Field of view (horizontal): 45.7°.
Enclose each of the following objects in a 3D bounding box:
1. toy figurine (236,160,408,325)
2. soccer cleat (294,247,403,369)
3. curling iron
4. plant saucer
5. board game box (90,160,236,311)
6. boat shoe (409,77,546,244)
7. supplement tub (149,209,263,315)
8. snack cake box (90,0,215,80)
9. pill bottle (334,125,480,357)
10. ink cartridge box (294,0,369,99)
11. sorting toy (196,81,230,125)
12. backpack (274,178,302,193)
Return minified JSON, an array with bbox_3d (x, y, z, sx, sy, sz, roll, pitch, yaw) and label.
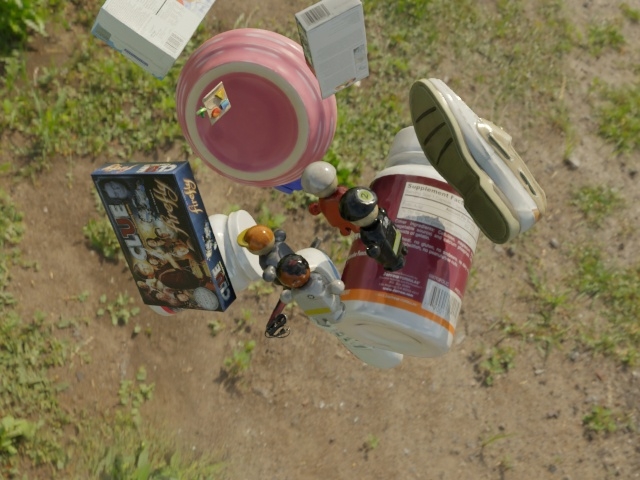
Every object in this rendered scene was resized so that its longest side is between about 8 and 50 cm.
[{"bbox_3d":[0.000,0.000,1.150,0.209,0.148,0.213,-41,36,-4],"label":"toy figurine"},{"bbox_3d":[0.041,0.164,1.576,0.331,0.116,0.143,49,26,-9],"label":"soccer cleat"},{"bbox_3d":[-0.060,0.117,1.845,0.068,0.035,0.273,20,80,31],"label":"curling iron"},{"bbox_3d":[-0.136,-0.247,1.509,0.332,0.332,0.084,22,33,-2],"label":"plant saucer"},{"bbox_3d":[-0.239,-0.004,1.169,0.165,0.243,0.042,2,32,30],"label":"board game box"},{"bbox_3d":[0.256,-0.142,1.249,0.103,0.113,0.302,-27,83,-22],"label":"boat shoe"},{"bbox_3d":[-0.277,0.051,1.769,0.272,0.191,0.191,-20,61,13],"label":"supplement tub"},{"bbox_3d":[-0.283,-0.445,1.392,0.152,0.089,0.264,34,61,-16],"label":"snack cake box"},{"bbox_3d":[0.176,-0.001,1.412,0.224,0.224,0.392,19,71,-4],"label":"pill bottle"},{"bbox_3d":[0.014,-0.200,0.783,0.063,0.115,0.029,-29,65,-5],"label":"ink cartridge box"},{"bbox_3d":[-0.191,-0.236,1.353,0.012,0.062,0.083,19,53,28],"label":"sorting toy"},{"bbox_3d":[-0.088,-0.189,1.950,0.098,0.101,0.120,29,31,-33],"label":"backpack"}]
